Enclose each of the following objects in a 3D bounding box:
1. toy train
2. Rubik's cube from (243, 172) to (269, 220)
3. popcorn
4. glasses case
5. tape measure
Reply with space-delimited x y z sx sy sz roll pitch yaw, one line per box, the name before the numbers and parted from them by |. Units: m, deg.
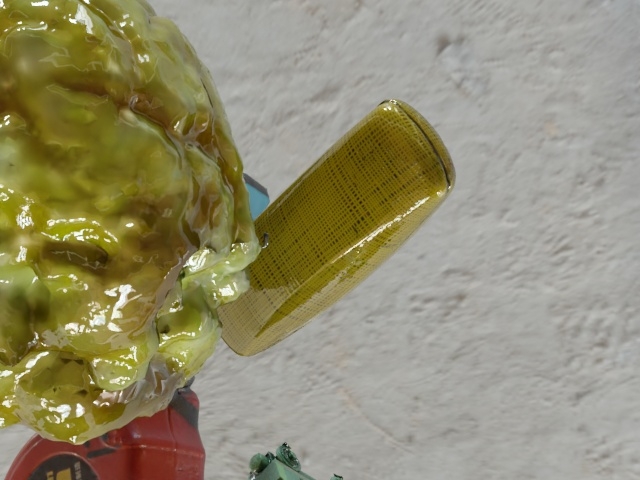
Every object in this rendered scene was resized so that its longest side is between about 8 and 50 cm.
toy train | -0.018 0.372 1.746 0.200 0.132 0.083 34 106 -28
Rubik's cube | -0.202 -0.037 1.670 0.180 0.167 0.183 23 86 32
popcorn | -0.171 -0.030 0.722 0.282 0.282 0.247 -8 44 -12
glasses case | 0.000 0.000 0.802 0.064 0.234 0.079 -25 77 -47
tape measure | -0.216 0.279 1.238 0.114 0.260 0.253 21 51 -47
